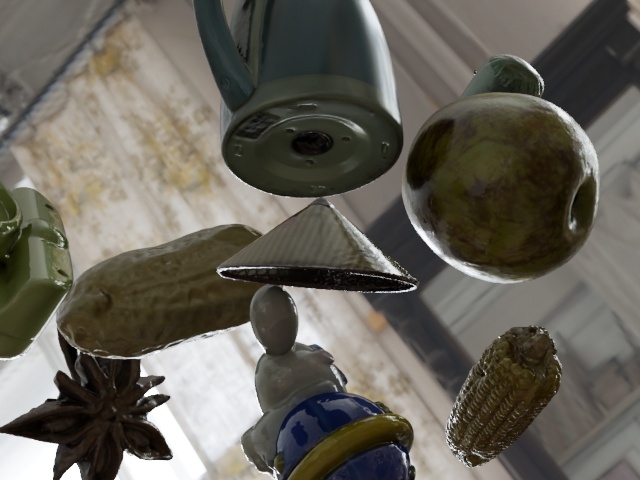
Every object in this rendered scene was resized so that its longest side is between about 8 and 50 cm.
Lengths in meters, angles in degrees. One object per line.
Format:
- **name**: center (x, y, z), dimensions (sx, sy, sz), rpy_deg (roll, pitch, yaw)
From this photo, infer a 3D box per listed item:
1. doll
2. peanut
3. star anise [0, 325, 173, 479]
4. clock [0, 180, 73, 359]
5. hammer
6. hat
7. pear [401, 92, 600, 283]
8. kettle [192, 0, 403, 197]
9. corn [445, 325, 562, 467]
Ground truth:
- **doll**: center (-0.007, 0.223, 1.313), dimensions (0.159, 0.242, 0.311), rpy_deg (-44, -22, -14)
- **peanut**: center (-0.198, 0.072, 1.617), dimensions (0.313, 0.152, 0.152), rpy_deg (-19, -34, -29)
- **star anise**: center (-0.366, 0.266, 1.994), dimensions (0.349, 0.109, 0.292), rpy_deg (51, -125, -30)
- **clock**: center (-0.416, -0.037, 1.200), dimensions (0.348, 0.286, 0.117), rpy_deg (32, -80, -25)
- **hammer**: center (0.311, -0.269, 2.209), dimensions (0.206, 0.119, 0.335), rpy_deg (-56, 7, 27)
- **hat**: center (0.000, 0.000, 1.158), dimensions (0.193, 0.082, 0.193), rpy_deg (5, -7, 1)
- **pear**: center (0.239, -0.073, 1.659), dimensions (0.283, 0.283, 0.283), rpy_deg (-27, -30, -18)
- **kettle**: center (-0.046, -0.277, 1.712), dimensions (0.319, 0.342, 0.247), rpy_deg (24, -40, -39)
- **corn**: center (0.209, 0.185, 1.428), dimensions (0.097, 0.097, 0.262), rpy_deg (-19, -28, -29)
